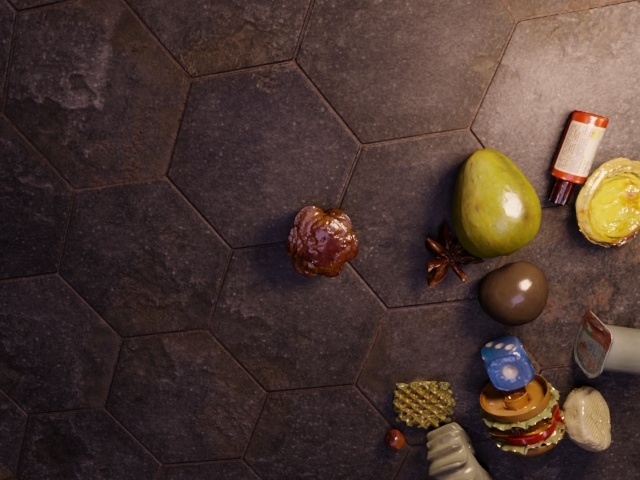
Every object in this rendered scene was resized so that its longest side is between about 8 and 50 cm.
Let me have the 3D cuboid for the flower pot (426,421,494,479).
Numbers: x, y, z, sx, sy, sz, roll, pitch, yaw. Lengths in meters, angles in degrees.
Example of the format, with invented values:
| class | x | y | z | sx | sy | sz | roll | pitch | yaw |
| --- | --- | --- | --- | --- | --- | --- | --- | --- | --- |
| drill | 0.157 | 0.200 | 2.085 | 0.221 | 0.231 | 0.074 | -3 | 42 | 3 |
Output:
| class | x | y | z | sx | sy | sz | roll | pitch | yaw |
| --- | --- | --- | --- | --- | --- | --- | --- | --- | --- |
| flower pot | 0.512 | 0.837 | 2.014 | 0.164 | 0.254 | 0.367 | -30 | 107 | 19 |

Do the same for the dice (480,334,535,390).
| class | x | y | z | sx | sy | sz | roll | pitch | yaw |
| --- | --- | --- | --- | --- | --- | --- | --- | --- | --- |
| dice | 0.626 | 0.412 | 1.925 | 0.146 | 0.146 | 0.143 | -24 | 103 | 15 |

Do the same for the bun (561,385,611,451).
| class | x | y | z | sx | sy | sz | roll | pitch | yaw |
| --- | --- | --- | --- | --- | --- | --- | --- | --- | --- |
| bun | 0.896 | 0.607 | 1.949 | 0.134 | 0.220 | 0.220 | -22 | 108 | 43 |

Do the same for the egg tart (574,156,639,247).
| class | x | y | z | sx | sy | sz | roll | pitch | yaw |
| --- | --- | --- | --- | --- | --- | --- | --- | --- | --- |
| egg tart | 0.884 | -0.118 | 1.734 | 0.279 | 0.095 | 0.279 | -3 | 112 | -9 |

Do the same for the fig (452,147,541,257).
| class | x | y | z | sx | sy | sz | roll | pitch | yaw |
| --- | --- | --- | --- | --- | --- | --- | --- | --- | --- |
| fig | 0.513 | -0.112 | 1.704 | 0.258 | 0.258 | 0.326 | -14 | 95 | 11 |

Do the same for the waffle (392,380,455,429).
| class | x | y | z | sx | sy | sz | roll | pitch | yaw |
| --- | --- | --- | --- | --- | --- | --- | --- | --- | --- |
| waffle | 0.372 | 0.588 | 2.060 | 0.223 | 0.054 | 0.204 | -3 | 111 | 7 |

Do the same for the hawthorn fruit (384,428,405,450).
| class | x | y | z | sx | sy | sz | roll | pitch | yaw |
| --- | --- | --- | --- | --- | --- | --- | --- | --- | --- |
| hawthorn fruit | 0.275 | 0.738 | 2.117 | 0.077 | 0.077 | 0.077 | 2 | 109 | 6 |

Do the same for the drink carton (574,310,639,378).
| class | x | y | z | sx | sy | sz | roll | pitch | yaw |
| --- | --- | --- | --- | --- | --- | --- | --- | --- | --- |
| drink carton | 0.958 | 0.353 | 1.864 | 0.189 | 0.185 | 0.191 | 7 | 108 | -8 |

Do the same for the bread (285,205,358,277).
| class | x | y | z | sx | sy | sz | roll | pitch | yaw |
| --- | --- | --- | --- | --- | --- | --- | --- | --- | --- |
| bread | 0.010 | 0.009 | 1.858 | 0.232 | 0.135 | 0.247 | 14 | 110 | 1 |

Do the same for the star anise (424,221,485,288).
| class | x | y | z | sx | sy | sz | roll | pitch | yaw |
| --- | --- | --- | --- | --- | --- | --- | --- | --- | --- |
| star anise | 0.411 | 0.045 | 1.842 | 0.212 | 0.111 | 0.196 | -29 | 109 | 7 |

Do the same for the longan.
| class | x | y | z | sx | sy | sz | roll | pitch | yaw |
| --- | --- | --- | --- | --- | --- | --- | --- | --- | --- |
| longan | 0.616 | 0.171 | 1.818 | 0.220 | 0.196 | 0.196 | -32 | 103 | 14 |

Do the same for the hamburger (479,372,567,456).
| class | x | y | z | sx | sy | sz | roll | pitch | yaw |
| --- | --- | --- | --- | --- | --- | --- | --- | --- | --- |
| hamburger | 0.681 | 0.592 | 1.915 | 0.274 | 0.274 | 0.212 | -23 | 103 | 13 |

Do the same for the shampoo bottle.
| class | x | y | z | sx | sy | sz | roll | pitch | yaw |
| --- | --- | --- | --- | --- | --- | --- | --- | --- | --- |
| shampoo bottle | 0.755 | -0.240 | 1.707 | 0.104 | 0.104 | 0.278 | 14 | 110 | 1 |
